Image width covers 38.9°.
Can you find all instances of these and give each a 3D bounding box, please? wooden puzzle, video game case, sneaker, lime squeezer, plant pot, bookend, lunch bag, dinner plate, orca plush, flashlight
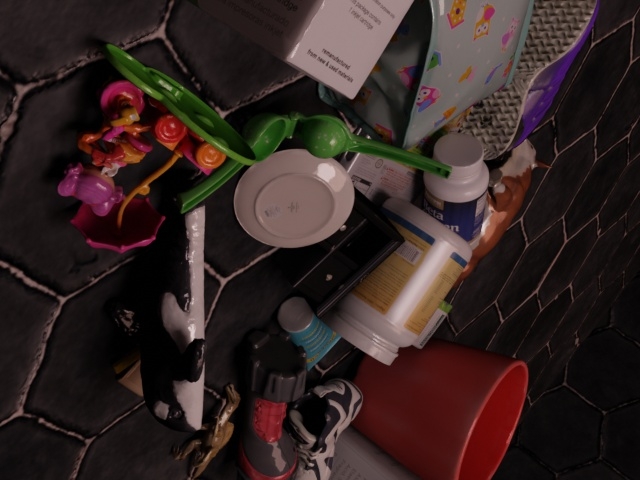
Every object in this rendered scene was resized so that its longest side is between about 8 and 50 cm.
[{"bbox_3d":[-0.206,0.151,1.090,0.078,0.014,0.116,-41,150,-14],"label":"wooden puzzle"},{"bbox_3d":[0.111,-0.131,1.249,0.206,0.026,0.227,-58,151,9],"label":"video game case"},{"bbox_3d":[0.320,-0.255,1.367,0.293,0.102,0.146,-58,157,19],"label":"sneaker"},{"bbox_3d":[-0.012,-0.097,0.956,0.310,0.110,0.059,-8,127,-24],"label":"lime squeezer"},{"bbox_3d":[-0.028,0.333,1.488,0.235,0.094,0.153,-57,151,6],"label":"sneaker"},{"bbox_3d":[0.197,0.290,1.590,0.275,0.243,0.275,-38,139,-43],"label":"plant pot"},{"bbox_3d":[0.000,0.000,1.148,0.156,0.072,0.157,-42,140,8],"label":"bookend"},{"bbox_3d":[0.128,-0.258,0.987,0.223,0.160,0.262,-35,153,-30],"label":"lunch bag"},{"bbox_3d":[-0.030,-0.043,1.046,0.141,0.017,0.141,-3,128,-4],"label":"dinner plate"},{"bbox_3d":[-0.175,0.073,0.957,0.102,0.151,0.287,0,122,-12],"label":"orca plush"},{"bbox_3d":[-0.068,0.262,1.322,0.103,0.103,0.304,1,137,-11],"label":"flashlight"}]

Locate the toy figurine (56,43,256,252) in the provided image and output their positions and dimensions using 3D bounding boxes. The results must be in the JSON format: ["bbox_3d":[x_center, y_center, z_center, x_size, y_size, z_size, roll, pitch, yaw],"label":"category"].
[{"bbox_3d":[-0.172,-0.065,0.812,0.159,0.130,0.173,-48,132,10],"label":"toy figurine"}]

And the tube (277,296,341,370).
[{"bbox_3d":[-0.014,0.139,1.345,0.080,0.052,0.207,-41,156,-5],"label":"tube"}]

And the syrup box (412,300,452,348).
[{"bbox_3d":[0.119,0.097,1.445,0.093,0.096,0.237,-54,154,2],"label":"syrup box"}]

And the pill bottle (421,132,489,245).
[{"bbox_3d":[0.194,-0.071,1.311,0.094,0.094,0.169,-39,148,-26],"label":"pill bottle"}]

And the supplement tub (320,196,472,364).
[{"bbox_3d":[0.101,0.056,1.252,0.200,0.144,0.144,-56,153,0],"label":"supplement tub"}]

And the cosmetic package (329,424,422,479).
[{"bbox_3d":[0.118,0.570,1.662,0.327,0.393,0.329,-56,152,5],"label":"cosmetic package"}]

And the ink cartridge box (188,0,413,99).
[{"bbox_3d":[0.002,-0.286,0.707,0.278,0.201,0.117,-58,153,8],"label":"ink cartridge box"}]

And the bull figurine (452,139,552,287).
[{"bbox_3d":[0.258,-0.051,1.489,0.188,0.101,0.310,14,109,-59],"label":"bull figurine"}]

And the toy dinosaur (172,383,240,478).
[{"bbox_3d":[-0.159,0.293,1.281,0.092,0.053,0.183,-8,128,-56],"label":"toy dinosaur"}]
